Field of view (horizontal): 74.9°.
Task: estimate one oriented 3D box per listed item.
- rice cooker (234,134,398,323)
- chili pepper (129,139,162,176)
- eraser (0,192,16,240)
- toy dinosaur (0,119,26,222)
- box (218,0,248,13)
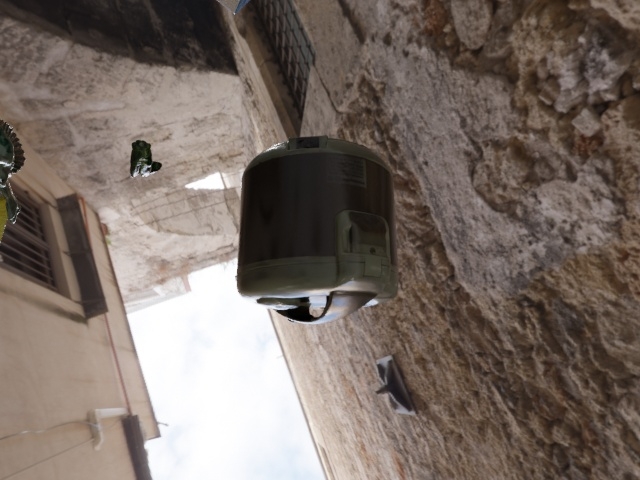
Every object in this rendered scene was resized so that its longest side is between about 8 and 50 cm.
[{"bbox_3d":[0.000,0.000,0.827,0.336,0.335,0.324,2,-106,-6],"label":"rice cooker"},{"bbox_3d":[-0.288,-0.122,0.682,0.035,0.118,0.055,43,-103,0],"label":"chili pepper"},{"bbox_3d":[-0.574,0.001,0.591,0.069,0.226,0.158,35,-71,3],"label":"eraser"},{"bbox_3d":[-0.400,-0.119,0.521,0.044,0.106,0.187,-8,-91,-8],"label":"toy dinosaur"},{"bbox_3d":[-0.164,-0.443,0.599,0.194,0.073,0.139,34,-128,-14],"label":"box"}]
